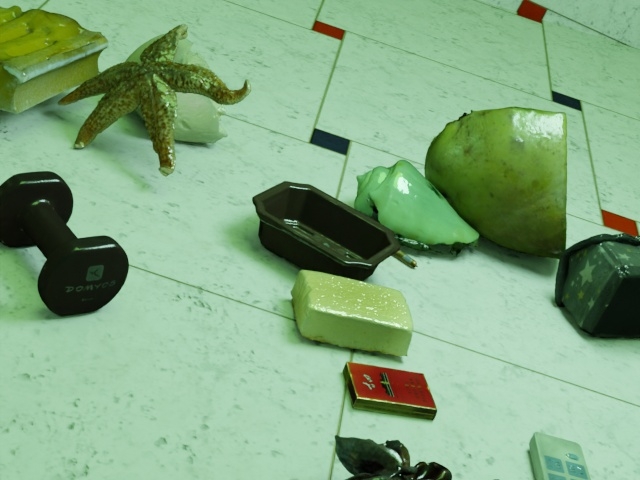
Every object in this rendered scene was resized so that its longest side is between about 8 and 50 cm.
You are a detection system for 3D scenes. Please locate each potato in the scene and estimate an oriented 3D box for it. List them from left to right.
[{"bbox_3d":[0.335,-0.087,2.322,0.280,0.330,0.213,3,61,10],"label":"potato"}]

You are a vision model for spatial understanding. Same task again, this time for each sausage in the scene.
[{"bbox_3d":[0.139,0.022,2.203,0.100,0.015,0.015,34,32,25],"label":"sausage"}]

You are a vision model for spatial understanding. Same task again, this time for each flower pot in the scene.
[{"bbox_3d":[0.000,0.000,2.086,0.251,0.084,0.179,30,31,19],"label":"flower pot"}]

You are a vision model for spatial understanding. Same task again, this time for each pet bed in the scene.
[{"bbox_3d":[0.555,0.073,2.207,0.210,0.183,0.159,1,40,-26],"label":"pet bed"}]

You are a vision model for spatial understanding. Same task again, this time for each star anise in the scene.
[{"bbox_3d":[0.105,0.335,1.546,0.212,0.129,0.283,16,20,-20],"label":"star anise"}]

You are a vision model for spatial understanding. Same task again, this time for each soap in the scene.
[{"bbox_3d":[-0.572,-0.335,2.227,0.259,0.143,0.281,16,26,20],"label":"soap"}]

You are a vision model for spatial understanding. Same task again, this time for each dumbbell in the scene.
[{"bbox_3d":[-0.394,0.002,1.796,0.140,0.124,0.225,-9,40,-40],"label":"dumbbell"}]

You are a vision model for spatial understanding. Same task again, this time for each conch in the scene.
[{"bbox_3d":[0.170,-0.046,2.260,0.250,0.137,0.143,47,7,9],"label":"conch"}]

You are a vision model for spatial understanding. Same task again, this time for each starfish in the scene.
[{"bbox_3d":[-0.300,-0.278,2.182,0.375,0.094,0.327,10,62,22],"label":"starfish"}]

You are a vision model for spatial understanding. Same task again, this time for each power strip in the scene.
[{"bbox_3d":[0.354,0.352,1.750,0.081,0.035,0.192,15,30,-9],"label":"power strip"}]

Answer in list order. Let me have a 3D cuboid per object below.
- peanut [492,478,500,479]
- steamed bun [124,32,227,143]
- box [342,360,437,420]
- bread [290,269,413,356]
[{"bbox_3d":[0.289,0.397,1.583,0.087,0.087,0.206,-11,44,-43],"label":"peanut"},{"bbox_3d":[-0.267,-0.297,2.343,0.200,0.170,0.225,2,35,-40],"label":"steamed bun"},{"bbox_3d":[0.105,0.227,1.823,0.133,0.023,0.090,11,28,-16],"label":"box"},{"bbox_3d":[0.052,0.118,1.930,0.188,0.068,0.125,13,29,-14],"label":"bread"}]
